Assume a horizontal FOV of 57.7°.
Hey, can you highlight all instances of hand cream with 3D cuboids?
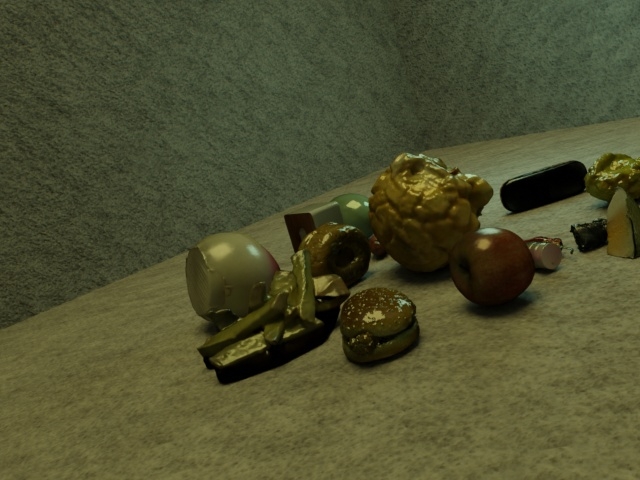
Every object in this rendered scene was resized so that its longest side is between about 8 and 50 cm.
[{"bbox_3d":[0.536,0.033,1.617,0.111,0.070,0.312,-22,10,-19],"label":"hand cream"}]

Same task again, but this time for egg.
[{"bbox_3d":[0.122,-0.090,2.362,0.202,0.203,0.282,-26,11,-35],"label":"egg"}]

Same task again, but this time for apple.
[{"bbox_3d":[0.409,0.060,1.383,0.173,0.188,0.188,-15,11,-21],"label":"apple"}]

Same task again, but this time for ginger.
[{"bbox_3d":[-0.155,0.184,1.569,0.413,0.211,0.358,-25,13,-30],"label":"ginger"}]

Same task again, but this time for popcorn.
[{"bbox_3d":[0.942,-0.188,1.842,0.197,0.156,0.198,-6,31,4],"label":"popcorn"},{"bbox_3d":[0.305,-0.079,1.760,0.390,0.344,0.354,-49,9,48],"label":"popcorn"}]

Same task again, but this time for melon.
[{"bbox_3d":[0.791,-0.033,1.485,0.139,0.203,0.093,14,-23,-25],"label":"melon"}]

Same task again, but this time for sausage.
[{"bbox_3d":[0.247,-0.015,2.162,0.087,0.079,0.326,-27,5,33],"label":"sausage"}]

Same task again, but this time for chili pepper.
[{"bbox_3d":[0.608,0.018,1.627,0.059,0.050,0.268,-53,21,-13],"label":"chili pepper"}]

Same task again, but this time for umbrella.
[{"bbox_3d":[0.790,-0.031,1.559,0.224,0.080,0.071,-13,-22,5],"label":"umbrella"}]

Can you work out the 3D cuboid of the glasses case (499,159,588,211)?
[{"bbox_3d":[0.805,-0.196,2.093,0.320,0.122,0.082,-17,14,-1],"label":"glasses case"}]

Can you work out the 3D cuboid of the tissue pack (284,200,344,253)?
[{"bbox_3d":[-0.001,0.000,2.049,0.135,0.246,0.159,-25,14,-38],"label":"tissue pack"}]

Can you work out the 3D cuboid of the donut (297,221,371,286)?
[{"bbox_3d":[0.045,0.051,1.863,0.128,0.209,0.261,-2,24,47],"label":"donut"}]

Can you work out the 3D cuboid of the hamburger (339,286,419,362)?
[{"bbox_3d":[0.132,0.191,1.346,0.189,0.122,0.215,-12,16,11],"label":"hamburger"}]

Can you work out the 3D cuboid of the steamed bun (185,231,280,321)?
[{"bbox_3d":[-0.261,0.116,1.855,0.309,0.310,0.309,-16,13,4],"label":"steamed bun"}]
